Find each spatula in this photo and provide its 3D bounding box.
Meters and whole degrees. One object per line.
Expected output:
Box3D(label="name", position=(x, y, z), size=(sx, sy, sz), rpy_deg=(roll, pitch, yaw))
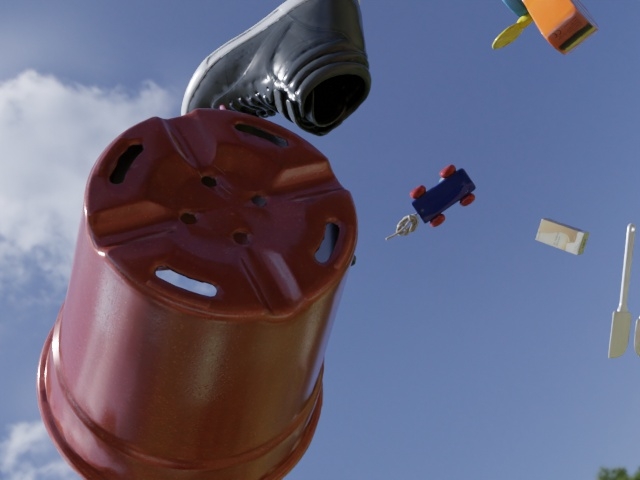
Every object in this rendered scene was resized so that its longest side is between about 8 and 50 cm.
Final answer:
Box3D(label="spatula", position=(0.591, 0.095, 1.490), size=(0.168, 0.019, 0.241), rpy_deg=(6, -89, -27))

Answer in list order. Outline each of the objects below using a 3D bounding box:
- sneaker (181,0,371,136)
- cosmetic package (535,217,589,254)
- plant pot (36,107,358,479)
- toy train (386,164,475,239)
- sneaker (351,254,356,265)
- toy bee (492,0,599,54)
Box3D(label="sneaker", position=(-0.060, -0.174, 0.999), size=(0.296, 0.146, 0.105), rpy_deg=(-32, -33, 30))
Box3D(label="cosmetic package", position=(0.599, -0.011, 2.042), size=(0.041, 0.115, 0.060), rpy_deg=(-6, -68, -53))
Box3D(label="plant pot", position=(-0.099, 0.050, 0.695), size=(0.273, 0.272, 0.265), rpy_deg=(-23, -28, -31))
Box3D(label="toy train", position=(0.253, -0.084, 2.025), size=(0.248, 0.105, 0.143), rpy_deg=(-35, 5, 3))
Box3D(label="sneaker", position=(0.001, 0.001, 1.760), size=(0.051, 0.170, 0.089), rpy_deg=(68, -147, -57))
Box3D(label="toy bee", position=(0.325, -0.367, 1.161), size=(0.195, 0.298, 0.162), rpy_deg=(-20, -28, 40))
